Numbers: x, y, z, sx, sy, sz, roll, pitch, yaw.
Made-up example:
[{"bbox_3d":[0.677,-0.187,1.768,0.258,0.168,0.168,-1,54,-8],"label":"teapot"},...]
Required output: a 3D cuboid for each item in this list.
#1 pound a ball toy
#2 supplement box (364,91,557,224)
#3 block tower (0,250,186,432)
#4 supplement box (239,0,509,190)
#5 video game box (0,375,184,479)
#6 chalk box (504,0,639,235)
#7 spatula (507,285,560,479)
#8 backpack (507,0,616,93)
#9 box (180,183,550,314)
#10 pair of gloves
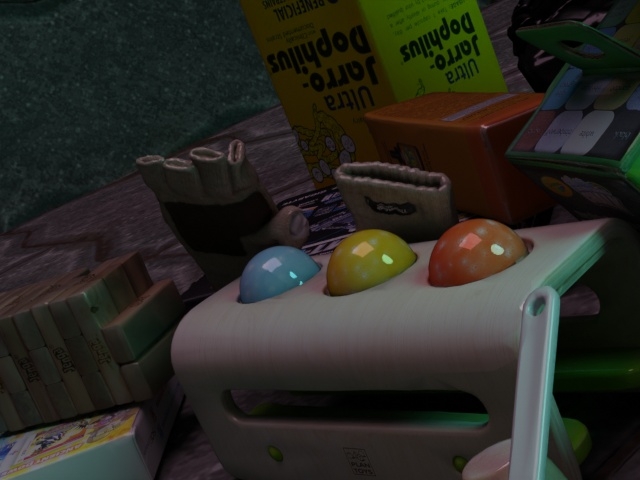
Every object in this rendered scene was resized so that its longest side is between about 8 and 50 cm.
[{"bbox_3d":[0.036,0.072,0.584,0.319,0.136,0.208,-8,19,47],"label":"pound a ball toy"},{"bbox_3d":[0.116,-0.073,0.856,0.080,0.078,0.233,-24,15,-16],"label":"supplement box"},{"bbox_3d":[-0.265,0.100,0.855,0.335,0.091,0.097,-17,13,23],"label":"block tower"},{"bbox_3d":[0.060,-0.245,1.294,0.195,0.357,0.194,-33,17,-37],"label":"supplement box"},{"bbox_3d":[-0.210,0.159,0.826,0.205,0.048,0.187,-21,11,7],"label":"video game box"},{"bbox_3d":[0.202,-0.060,0.589,0.132,0.213,0.132,-53,18,-4],"label":"chalk box"},{"bbox_3d":[0.106,0.096,0.344,0.168,0.019,0.242,-26,41,42],"label":"spatula"},{"bbox_3d":[0.373,-0.201,0.934,0.355,0.273,0.290,-41,5,17],"label":"backpack"},{"bbox_3d":[0.054,-0.002,0.978,0.295,0.073,0.293,-16,15,21],"label":"box"},{"bbox_3d":[0.000,0.000,0.752,0.240,0.204,0.042,5,58,26],"label":"pair of gloves"}]
